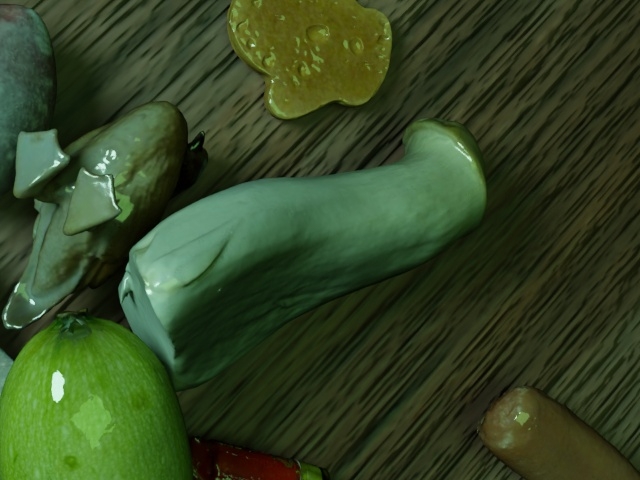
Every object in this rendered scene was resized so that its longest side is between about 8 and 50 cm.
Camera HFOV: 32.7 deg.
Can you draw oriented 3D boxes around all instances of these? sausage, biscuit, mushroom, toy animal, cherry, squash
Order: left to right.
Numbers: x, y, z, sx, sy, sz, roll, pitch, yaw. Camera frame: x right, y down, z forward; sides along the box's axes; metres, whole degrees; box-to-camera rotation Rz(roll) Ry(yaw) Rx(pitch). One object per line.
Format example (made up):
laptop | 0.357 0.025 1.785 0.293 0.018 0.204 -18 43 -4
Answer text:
cherry | -0.262 -0.114 0.722 0.188 0.115 0.148 41 97 -13
squash | -0.151 0.162 0.726 0.132 0.132 0.247 -13 121 -21
toy animal | -0.152 -0.017 0.771 0.089 0.179 0.188 38 100 13
biscuit | -0.013 -0.150 0.867 0.140 0.023 0.118 27 83 -22
mushroom | 0.000 0.000 0.799 0.328 0.159 0.122 -24 97 -29
sausage | 0.257 0.241 0.969 0.326 0.079 0.087 47 65 -19

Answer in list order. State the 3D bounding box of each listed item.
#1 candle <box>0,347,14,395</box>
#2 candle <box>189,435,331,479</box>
candle | -0.297 0.088 0.740 0.168 0.068 0.192 -23 100 -23
candle | -0.058 0.187 0.852 0.130 0.052 0.052 19 86 -20
